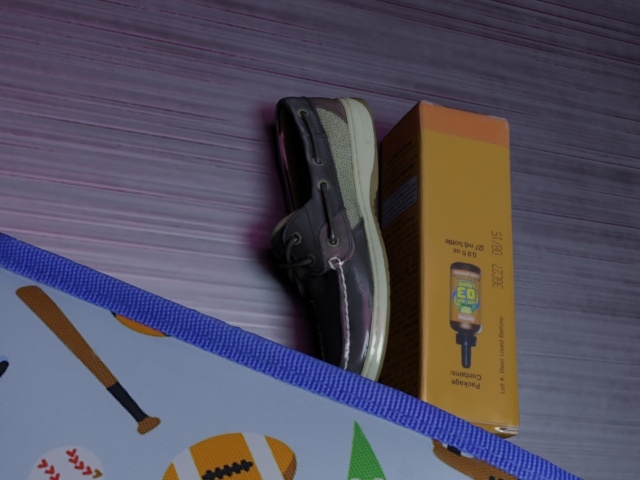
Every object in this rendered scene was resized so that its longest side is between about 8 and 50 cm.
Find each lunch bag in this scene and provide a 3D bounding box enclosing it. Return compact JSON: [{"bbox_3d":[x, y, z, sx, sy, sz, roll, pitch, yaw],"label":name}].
[{"bbox_3d":[-0.056,0.222,0.437,0.385,0.239,0.328,18,61,15],"label":"lunch bag"}]

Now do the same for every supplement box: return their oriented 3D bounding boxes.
[{"bbox_3d":[0.088,0.024,0.714,0.078,0.080,0.233,10,66,-20],"label":"supplement box"}]

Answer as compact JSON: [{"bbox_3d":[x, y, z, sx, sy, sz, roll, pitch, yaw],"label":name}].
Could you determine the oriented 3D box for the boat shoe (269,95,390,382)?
[{"bbox_3d":[0.000,-0.001,0.687,0.073,0.080,0.223,6,64,-16],"label":"boat shoe"}]
